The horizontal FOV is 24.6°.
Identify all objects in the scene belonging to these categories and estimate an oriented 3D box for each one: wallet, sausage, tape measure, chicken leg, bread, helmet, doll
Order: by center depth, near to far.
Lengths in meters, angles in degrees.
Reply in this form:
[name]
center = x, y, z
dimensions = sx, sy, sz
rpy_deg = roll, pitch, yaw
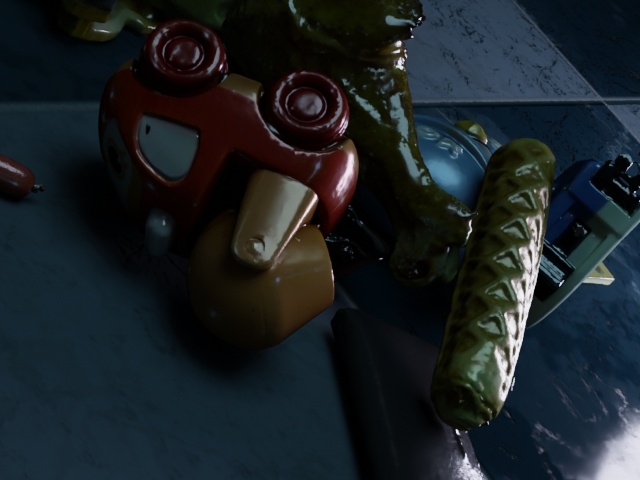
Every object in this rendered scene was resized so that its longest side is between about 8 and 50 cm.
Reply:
[sausage]
center = -0.345, -0.090, 1.231
dimensions = 0.253, 0.034, 0.034
rpy_deg = 24, 33, -26
[wallet]
center = 0.089, 0.170, 1.374
dimensions = 0.149, 0.044, 0.250
rpy_deg = 26, 32, -31
[chicken leg]
center = 0.047, -0.142, 1.448
dimensions = 0.361, 0.211, 0.140
rpy_deg = 45, 38, 22
[bread]
center = 0.174, 0.032, 1.452
dimensions = 0.077, 0.084, 0.367
rpy_deg = 4, 46, 19
[helmet]
center = 0.000, 0.000, 1.472
dimensions = 0.123, 0.070, 0.098
rpy_deg = 36, 20, -17
[doll]
center = 0.135, -0.072, 1.661
dimensions = 0.177, 0.141, 0.314
rpy_deg = 32, 21, 17
[tape measure]
center = 0.268, -0.008, 1.703
dimensions = 0.098, 0.215, 0.351
rpy_deg = 43, 4, 2

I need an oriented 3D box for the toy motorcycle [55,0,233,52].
[toy motorcycle]
center = -0.154, -0.296, 1.609
dimensions = 0.410, 0.168, 0.237
rpy_deg = 11, 34, -33

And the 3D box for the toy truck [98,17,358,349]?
[toy truck]
center = -0.094, -0.038, 1.309
dimensions = 0.265, 0.189, 0.239
rpy_deg = 22, 64, 3

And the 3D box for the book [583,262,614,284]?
[book]
center = 0.275, -0.013, 1.872
dimensions = 0.192, 0.013, 0.168
rpy_deg = 5, 44, -47
